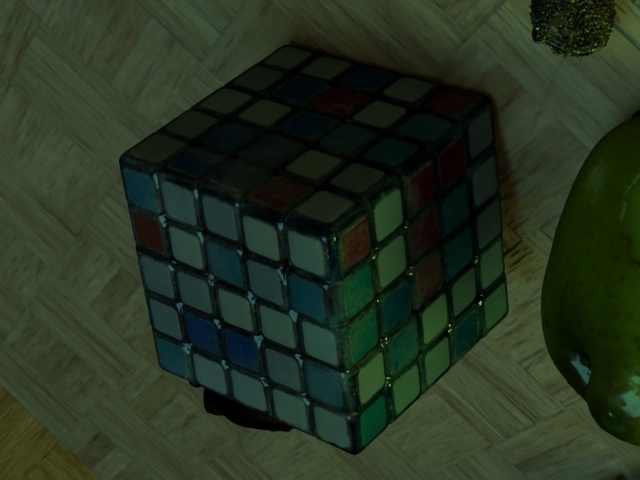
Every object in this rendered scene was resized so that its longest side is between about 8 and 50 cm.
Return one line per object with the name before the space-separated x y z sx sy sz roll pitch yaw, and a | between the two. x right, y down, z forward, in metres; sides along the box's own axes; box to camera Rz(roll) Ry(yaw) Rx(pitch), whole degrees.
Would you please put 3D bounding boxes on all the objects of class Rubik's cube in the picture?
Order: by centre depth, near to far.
Rubik's cube | 0.000 0.000 1.813 0.293 0.287 0.292 18 131 36

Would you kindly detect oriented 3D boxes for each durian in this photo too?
durian | 0.225 -0.202 1.529 0.080 0.080 0.091 39 157 6

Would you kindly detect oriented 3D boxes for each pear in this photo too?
pear | 0.320 0.046 1.540 0.286 0.282 0.176 35 159 11

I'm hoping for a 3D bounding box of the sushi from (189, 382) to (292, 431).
sushi | -0.069 0.136 2.207 0.227 0.212 0.215 24 146 27
